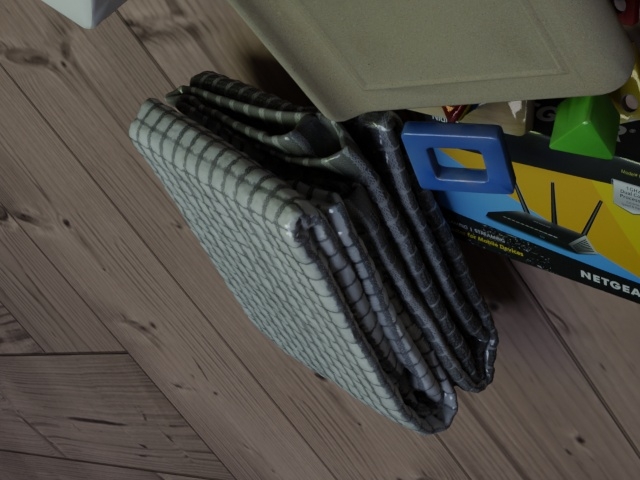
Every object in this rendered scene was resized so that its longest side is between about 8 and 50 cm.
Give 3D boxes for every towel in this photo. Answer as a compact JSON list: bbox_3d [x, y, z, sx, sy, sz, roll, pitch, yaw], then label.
[{"bbox_3d":[0.000,0.000,0.947,0.235,0.121,0.284,29,157,47],"label":"towel"}]

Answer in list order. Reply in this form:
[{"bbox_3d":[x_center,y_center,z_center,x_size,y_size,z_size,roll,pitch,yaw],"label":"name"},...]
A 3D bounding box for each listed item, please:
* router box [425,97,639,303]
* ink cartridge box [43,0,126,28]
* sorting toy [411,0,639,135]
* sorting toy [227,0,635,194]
[{"bbox_3d":[0.163,-0.036,0.834,0.179,0.046,0.133,21,144,31],"label":"router box"},{"bbox_3d":[-0.144,-0.306,0.679,0.198,0.197,0.270,34,149,11],"label":"ink cartridge box"},{"bbox_3d":[0.076,-0.134,0.763,0.274,0.046,0.132,18,124,32],"label":"sorting toy"},{"bbox_3d":[0.049,-0.140,0.651,0.196,0.047,0.348,-4,146,34],"label":"sorting toy"}]
